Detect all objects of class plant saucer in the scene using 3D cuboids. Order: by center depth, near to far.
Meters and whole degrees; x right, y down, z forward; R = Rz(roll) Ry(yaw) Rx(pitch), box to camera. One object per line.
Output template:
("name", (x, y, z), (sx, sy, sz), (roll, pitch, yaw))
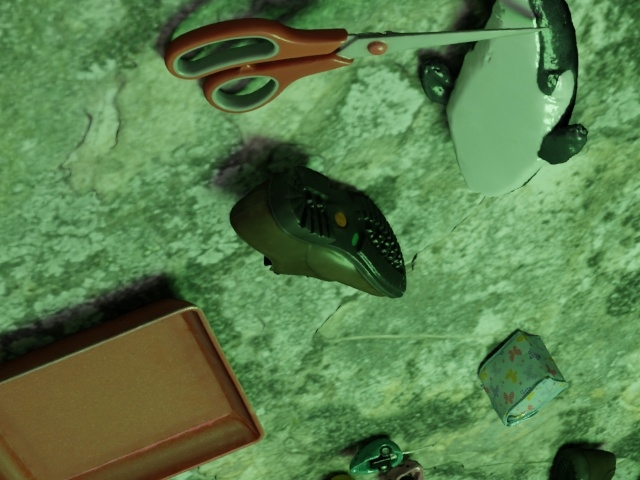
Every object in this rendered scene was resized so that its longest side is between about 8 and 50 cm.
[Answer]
("plant saucer", (-0.208, 0.164, 1.569), (0.259, 0.048, 0.258), (-23, 142, -1))

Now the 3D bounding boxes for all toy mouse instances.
("toy mouse", (0.074, 0.260, 1.830), (0.143, 0.031, 0.161), (-40, 139, 22))

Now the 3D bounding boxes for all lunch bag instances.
("lunch bag", (0.216, 0.152, 1.742), (0.053, 0.071, 0.083), (17, 125, -44))

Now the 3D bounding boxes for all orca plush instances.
("orca plush", (0.167, -0.166, 1.363), (0.151, 0.102, 0.287), (13, 139, 29))

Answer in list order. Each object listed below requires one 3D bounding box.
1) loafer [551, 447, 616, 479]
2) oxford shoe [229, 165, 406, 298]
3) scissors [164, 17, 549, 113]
("loafer", (0.327, 0.340, 2.007), (0.078, 0.080, 0.220), (-9, 140, -16))
("oxford shoe", (0.000, 0.000, 1.468), (0.096, 0.083, 0.227), (-21, 146, 30))
("scissors", (0.025, -0.157, 1.259), (0.297, 0.021, 0.109), (-11, 147, 17))
